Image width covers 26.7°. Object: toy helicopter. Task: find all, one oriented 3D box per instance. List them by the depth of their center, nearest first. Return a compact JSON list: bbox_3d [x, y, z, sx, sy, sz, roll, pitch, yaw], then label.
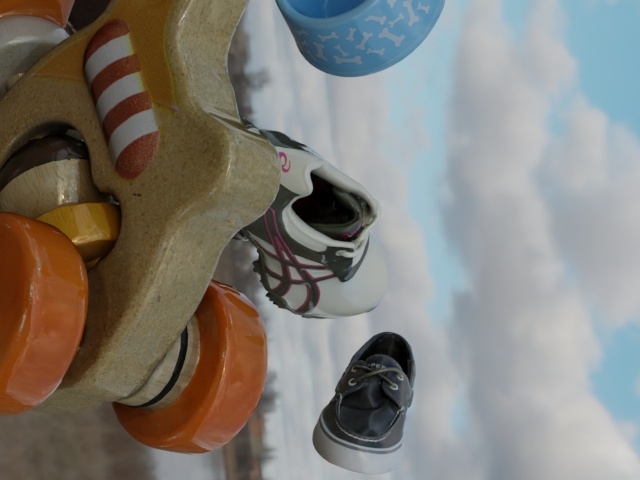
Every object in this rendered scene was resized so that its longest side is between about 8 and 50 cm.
[{"bbox_3d":[-0.087,-0.091,0.634,0.235,0.140,0.355,35,-80,44],"label":"toy helicopter"}]

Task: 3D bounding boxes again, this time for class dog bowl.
[{"bbox_3d":[0.055,-0.302,1.270,0.074,0.166,0.297,38,72,-53],"label":"dog bowl"}]

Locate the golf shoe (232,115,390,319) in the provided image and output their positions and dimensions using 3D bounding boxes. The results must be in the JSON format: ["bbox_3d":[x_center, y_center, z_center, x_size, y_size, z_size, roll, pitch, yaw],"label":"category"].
[{"bbox_3d":[0.000,0.000,1.105,0.273,0.120,0.105,41,68,-50],"label":"golf shoe"}]

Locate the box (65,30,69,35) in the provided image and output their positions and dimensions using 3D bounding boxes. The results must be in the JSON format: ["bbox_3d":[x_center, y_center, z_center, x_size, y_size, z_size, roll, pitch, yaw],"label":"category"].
[{"bbox_3d":[-0.245,-0.361,1.692,0.128,0.122,0.257,141,-40,-58],"label":"box"}]

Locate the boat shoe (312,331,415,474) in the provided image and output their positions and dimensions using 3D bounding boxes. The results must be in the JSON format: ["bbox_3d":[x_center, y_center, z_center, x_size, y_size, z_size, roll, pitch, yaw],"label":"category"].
[{"bbox_3d":[0.049,0.134,1.188,0.228,0.080,0.076,-40,143,-73],"label":"boat shoe"}]

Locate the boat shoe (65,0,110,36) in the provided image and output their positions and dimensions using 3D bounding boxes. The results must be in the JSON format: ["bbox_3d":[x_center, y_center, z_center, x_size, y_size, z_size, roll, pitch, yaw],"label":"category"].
[{"bbox_3d":[-0.211,-0.252,0.925,0.123,0.123,0.342,-41,116,-43],"label":"boat shoe"}]
